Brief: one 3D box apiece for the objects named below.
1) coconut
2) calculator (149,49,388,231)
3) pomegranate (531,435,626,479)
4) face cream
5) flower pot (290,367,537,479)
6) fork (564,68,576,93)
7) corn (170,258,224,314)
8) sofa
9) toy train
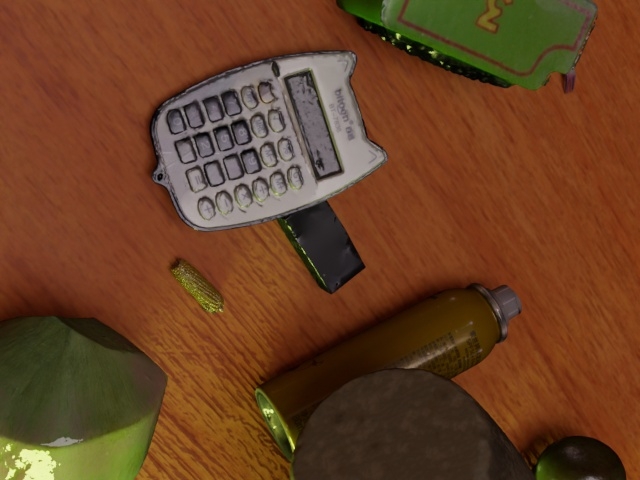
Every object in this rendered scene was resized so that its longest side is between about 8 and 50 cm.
[{"bbox_3d":[-0.278,0.172,1.198,0.204,0.236,0.236,-52,126,-52],"label":"coconut"},{"bbox_3d":[-0.065,-0.112,1.297,0.268,0.040,0.177,-19,96,-17],"label":"calculator"},{"bbox_3d":[0.315,0.337,1.549,0.191,0.131,0.152,-2,109,-1],"label":"pomegranate"},{"bbox_3d":[0.095,0.147,1.409,0.349,0.105,0.105,-26,111,-16],"label":"face cream"},{"bbox_3d":[0.121,0.313,1.295,0.294,0.293,0.330,-37,139,-12],"label":"flower pot"},{"bbox_3d":[0.314,-0.244,1.468,0.016,0.012,0.115,-18,108,-27],"label":"fork"},{"bbox_3d":[-0.141,0.055,1.326,0.028,0.027,0.083,-49,113,-14],"label":"corn"},{"bbox_3d":[0.000,0.000,1.370,0.060,0.039,0.118,-37,115,-11],"label":"sofa"},{"bbox_3d":[0.190,-0.312,1.313,0.307,0.173,0.248,18,101,-27],"label":"toy train"}]
